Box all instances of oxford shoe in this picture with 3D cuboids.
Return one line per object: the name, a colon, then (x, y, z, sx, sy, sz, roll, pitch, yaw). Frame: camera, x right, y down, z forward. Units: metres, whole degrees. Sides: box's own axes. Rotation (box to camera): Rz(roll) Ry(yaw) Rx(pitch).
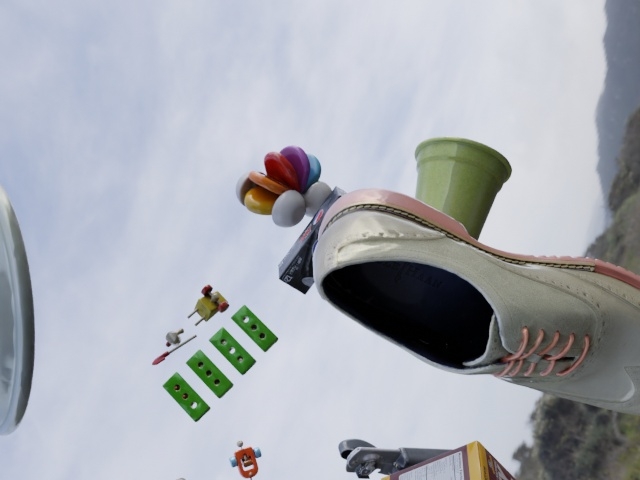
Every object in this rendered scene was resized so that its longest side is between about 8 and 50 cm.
oxford shoe: (0.174, 0.085, 0.642, 0.146, 0.396, 0.141, -66, -6, -65)

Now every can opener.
can opener: (0.175, 0.464, 1.599, 0.076, 0.283, 0.095, -67, 28, 27)

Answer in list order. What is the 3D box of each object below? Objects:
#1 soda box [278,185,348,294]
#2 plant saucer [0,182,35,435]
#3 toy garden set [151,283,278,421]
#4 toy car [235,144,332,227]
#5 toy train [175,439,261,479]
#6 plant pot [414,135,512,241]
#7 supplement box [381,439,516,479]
soda box: (0.000, 0.000, 1.176, 0.169, 0.053, 0.060, -54, 16, 15)
plant saucer: (-0.538, 0.099, 1.110, 0.100, 0.400, 0.401, -4, -67, -38)
toy garden set: (-0.244, 0.235, 1.603, 0.244, 0.204, 0.049, -44, -19, -11)
toy car: (-0.066, -0.116, 1.432, 0.182, 0.159, 0.136, -20, -51, -43)
toy train: (-0.173, 0.439, 1.315, 0.166, 0.125, 0.046, -20, -14, -20)
plant pot: (0.363, -0.106, 2.036, 0.276, 0.276, 0.254, 59, -134, -64)
supplement box: (0.231, 0.463, 1.216, 0.191, 0.194, 0.129, 47, -152, -25)
